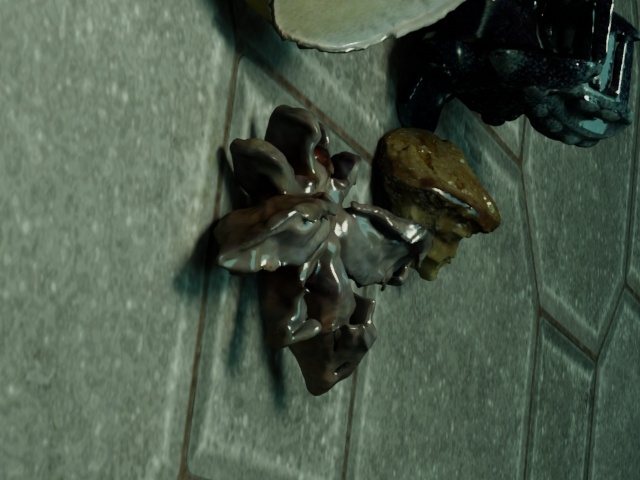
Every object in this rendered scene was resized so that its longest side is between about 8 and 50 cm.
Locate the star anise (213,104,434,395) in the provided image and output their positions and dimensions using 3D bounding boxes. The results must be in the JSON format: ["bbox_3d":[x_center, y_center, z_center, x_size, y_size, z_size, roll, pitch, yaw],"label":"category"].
[{"bbox_3d":[0.002,0.002,1.402,0.257,0.110,0.198,54,42,-48],"label":"star anise"}]

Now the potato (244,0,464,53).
[{"bbox_3d":[0.047,-0.302,1.339,0.246,0.300,0.196,1,50,-38],"label":"potato"}]

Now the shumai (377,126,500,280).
[{"bbox_3d":[0.096,-0.042,1.688,0.123,0.105,0.139,61,5,35],"label":"shumai"}]

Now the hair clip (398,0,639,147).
[{"bbox_3d":[0.187,-0.182,1.732,0.310,0.206,0.194,31,68,-71],"label":"hair clip"}]
